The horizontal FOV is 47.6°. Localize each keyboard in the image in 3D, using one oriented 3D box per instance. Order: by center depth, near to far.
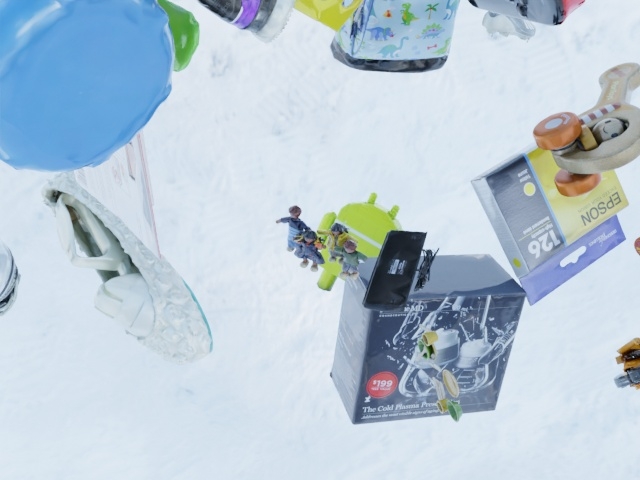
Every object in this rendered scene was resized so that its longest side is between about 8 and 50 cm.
[{"bbox_3d":[0.140,0.057,1.221,0.100,0.038,0.192,5,44,20],"label":"keyboard"}]

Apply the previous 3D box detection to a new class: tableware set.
[{"bbox_3d":[0.190,0.217,1.183,0.024,0.104,0.154,-18,103,-14],"label":"tableware set"}]

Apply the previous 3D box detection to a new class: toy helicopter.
[{"bbox_3d":[0.558,-0.242,1.352,0.140,0.235,0.355,57,44,-24],"label":"toy helicopter"}]

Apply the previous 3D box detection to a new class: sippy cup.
[{"bbox_3d":[-0.241,-0.179,0.575,0.305,0.240,0.224,-36,66,-22],"label":"sippy cup"}]

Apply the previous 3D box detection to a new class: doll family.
[{"bbox_3d":[0.000,0.000,1.371,0.193,0.111,0.076,9,49,11],"label":"doll family"}]

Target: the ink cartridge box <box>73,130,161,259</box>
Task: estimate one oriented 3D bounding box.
[{"bbox_3d":[-0.263,-0.160,0.933,0.066,0.296,0.261,-26,43,-31],"label":"ink cartridge box"}]

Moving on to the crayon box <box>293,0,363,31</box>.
[{"bbox_3d":[-0.040,-0.542,1.335,0.318,0.202,0.081,22,44,-31],"label":"crayon box"}]

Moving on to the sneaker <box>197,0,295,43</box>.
[{"bbox_3d":[-0.108,-0.392,0.870,0.146,0.102,0.293,11,65,-33],"label":"sneaker"}]

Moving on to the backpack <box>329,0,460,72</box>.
[{"bbox_3d":[0.180,-0.536,1.573,0.290,0.355,0.273,0,38,-9],"label":"backpack"}]

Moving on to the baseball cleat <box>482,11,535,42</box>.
[{"bbox_3d":[0.371,-0.434,1.369,0.072,0.206,0.109,25,114,22],"label":"baseball cleat"}]

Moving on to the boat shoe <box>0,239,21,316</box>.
[{"bbox_3d":[-0.512,0.060,1.096,0.119,0.335,0.121,31,69,-36],"label":"boat shoe"}]

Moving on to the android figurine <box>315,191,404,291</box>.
[{"bbox_3d":[0.097,0.019,1.736,0.248,0.056,0.273,29,107,17],"label":"android figurine"}]

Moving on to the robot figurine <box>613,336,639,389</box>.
[{"bbox_3d":[0.619,0.167,1.188,0.211,0.291,0.085,-7,69,-37],"label":"robot figurine"}]

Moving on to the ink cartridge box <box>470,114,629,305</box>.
[{"bbox_3d":[0.508,-0.065,1.539,0.304,0.072,0.307,-31,98,-18],"label":"ink cartridge box"}]

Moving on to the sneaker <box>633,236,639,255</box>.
[{"bbox_3d":[0.696,0.024,1.400,0.175,0.067,0.064,13,113,12],"label":"sneaker"}]

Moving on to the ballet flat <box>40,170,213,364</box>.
[{"bbox_3d":[-0.334,0.047,1.181,0.147,0.147,0.409,-33,72,-10],"label":"ballet flat"}]

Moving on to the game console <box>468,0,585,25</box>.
[{"bbox_3d":[0.185,-0.463,0.940,0.060,0.342,0.386,-34,115,-1],"label":"game console"}]

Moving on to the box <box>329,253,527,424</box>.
[{"bbox_3d":[0.220,0.207,1.560,0.343,0.179,0.312,-2,117,-16],"label":"box"}]
